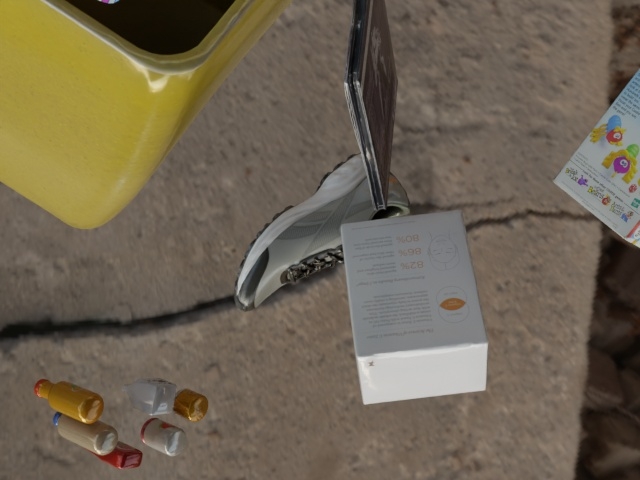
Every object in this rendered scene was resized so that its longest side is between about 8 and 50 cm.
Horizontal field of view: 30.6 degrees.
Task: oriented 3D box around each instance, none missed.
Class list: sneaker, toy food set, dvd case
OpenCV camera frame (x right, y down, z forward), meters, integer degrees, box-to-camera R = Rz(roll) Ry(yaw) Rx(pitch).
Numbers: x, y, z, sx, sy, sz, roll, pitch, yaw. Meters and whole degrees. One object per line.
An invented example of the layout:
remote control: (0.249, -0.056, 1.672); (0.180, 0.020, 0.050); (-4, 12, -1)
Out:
sneaker: (0.000, 0.000, 1.497); (0.271, 0.100, 0.108); (-41, 74, -10)
toy food set: (-0.268, 0.234, 1.560); (0.232, 0.104, 0.111); (3, 100, -53)
dvd case: (0.051, -0.154, 1.135); (0.018, 0.164, 0.221); (1, 152, 10)

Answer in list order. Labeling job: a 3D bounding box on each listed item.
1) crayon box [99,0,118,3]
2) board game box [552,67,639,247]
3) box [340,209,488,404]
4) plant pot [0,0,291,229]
crayon box: (-0.182, -0.294, 1.042); (0.313, 0.106, 0.363); (32, 145, -11)
board game box: (0.467, -0.133, 1.540); (0.142, 0.144, 0.275); (20, 111, -49)
box: (0.094, 0.067, 1.195); (0.130, 0.170, 0.091); (-6, 141, 2)
plant pot: (-0.099, -0.130, 0.460); (0.212, 0.212, 0.187); (32, 148, 3)
